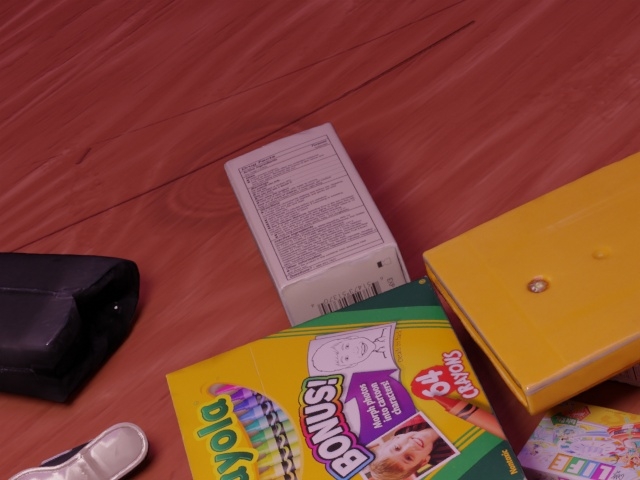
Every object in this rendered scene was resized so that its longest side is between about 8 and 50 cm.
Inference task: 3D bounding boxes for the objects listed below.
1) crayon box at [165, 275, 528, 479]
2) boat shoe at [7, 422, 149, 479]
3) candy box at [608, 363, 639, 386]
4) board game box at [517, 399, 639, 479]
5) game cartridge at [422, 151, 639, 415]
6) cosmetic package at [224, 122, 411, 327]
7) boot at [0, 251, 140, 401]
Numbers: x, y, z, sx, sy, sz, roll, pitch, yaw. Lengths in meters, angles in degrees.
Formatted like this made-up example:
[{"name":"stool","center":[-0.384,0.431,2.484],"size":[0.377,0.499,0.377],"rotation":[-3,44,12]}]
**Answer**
[{"name":"crayon box","center":[0.025,0.223,2.000],"size":[0.313,0.106,0.363],"rotation":[-20,35,-2]},{"name":"boat shoe","center":[-0.283,0.273,2.135],"size":[0.206,0.075,0.065],"rotation":[-31,-7,-8]},{"name":"candy box","center":[0.322,0.073,2.097],"size":[0.196,0.070,0.165],"rotation":[8,44,35]},{"name":"board game box","center":[0.289,0.218,1.956],"size":[0.154,0.026,0.103],"rotation":[10,44,34]},{"name":"game cartridge","center":[0.308,0.032,2.059],"size":[0.324,0.052,0.285],"rotation":[-24,36,-7]},{"name":"cosmetic package","center":[0.000,0.000,2.297],"size":[0.153,0.129,0.296],"rotation":[-21,36,-2]},{"name":"boot","center":[-0.426,0.030,2.430],"size":[0.445,0.146,0.367],"rotation":[0,49,31]}]
